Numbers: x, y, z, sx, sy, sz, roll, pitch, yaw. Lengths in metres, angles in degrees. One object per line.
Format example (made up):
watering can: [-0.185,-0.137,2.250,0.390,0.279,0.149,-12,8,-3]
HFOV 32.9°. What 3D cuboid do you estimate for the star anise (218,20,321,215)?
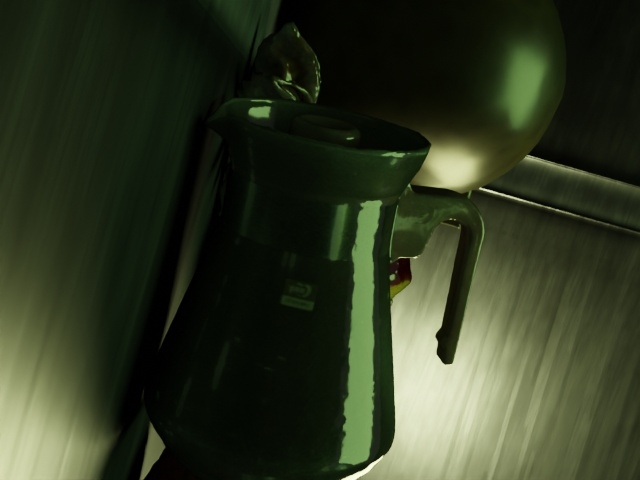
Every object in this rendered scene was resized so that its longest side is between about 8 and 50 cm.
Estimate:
star anise: [-0.057,-0.123,1.207,0.229,0.093,0.236,-83,-169,-56]

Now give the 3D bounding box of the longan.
longan: [0.145,-0.250,1.481,0.336,0.404,0.404,29,-76,62]

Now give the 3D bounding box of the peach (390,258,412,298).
peach: [-0.022,0.041,1.376,0.274,0.249,0.245,119,-32,-51]

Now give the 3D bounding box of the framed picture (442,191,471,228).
framed picture: [0.093,-0.180,1.694,0.022,0.335,0.247,1,105,-75]

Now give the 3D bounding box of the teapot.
teapot: [-0.003,0.054,1.051,0.253,0.300,0.344,-120,-140,-67]

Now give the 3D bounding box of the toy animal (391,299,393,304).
toy animal: [-0.001,0.004,1.614,0.169,0.281,0.195,-52,172,-21]

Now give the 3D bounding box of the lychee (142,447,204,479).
lychee: [-0.118,0.368,1.250,0.255,0.255,0.300,-70,166,-84]
